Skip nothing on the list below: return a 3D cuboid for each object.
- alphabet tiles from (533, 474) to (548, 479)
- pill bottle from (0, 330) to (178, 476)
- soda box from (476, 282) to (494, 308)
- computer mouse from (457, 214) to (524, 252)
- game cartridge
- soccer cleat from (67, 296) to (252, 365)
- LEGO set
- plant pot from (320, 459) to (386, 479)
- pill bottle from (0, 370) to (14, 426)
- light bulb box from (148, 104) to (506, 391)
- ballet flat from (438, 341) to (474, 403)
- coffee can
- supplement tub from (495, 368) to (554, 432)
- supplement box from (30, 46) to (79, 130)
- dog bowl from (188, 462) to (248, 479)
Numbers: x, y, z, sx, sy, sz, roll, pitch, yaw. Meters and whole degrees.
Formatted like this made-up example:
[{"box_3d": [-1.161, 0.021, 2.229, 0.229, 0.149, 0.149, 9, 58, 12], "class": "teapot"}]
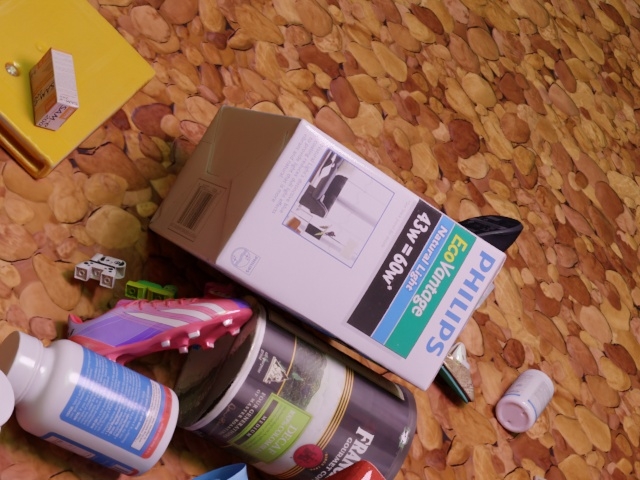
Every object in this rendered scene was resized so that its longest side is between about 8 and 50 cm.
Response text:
[{"box_3d": [0.402, 0.509, 2.221, 0.198, 0.009, 0.237, 27, 45, -27], "class": "alphabet tiles"}, {"box_3d": [-0.298, 0.197, 1.672, 0.221, 0.124, 0.124, 31, 43, -26], "class": "pill bottle"}, {"box_3d": [0.234, 0.087, 2.273, 0.069, 0.074, 0.216, 54, 15, 2], "class": "soda box"}, {"box_3d": [0.214, 0.001, 2.330, 0.262, 0.184, 0.060, -15, 112, -42], "class": "computer mouse"}, {"box_3d": [-0.421, -0.270, 1.982, 0.285, 0.053, 0.323, 46, 36, -8], "class": "game cartridge"}, {"box_3d": [-0.213, 0.106, 1.759, 0.083, 0.248, 0.095, 60, 13, -68], "class": "soccer cleat"}, {"box_3d": [-0.217, 0.081, 1.857, 0.227, 0.087, 0.093, 15, 26, 10], "class": "LEGO set"}, {"box_3d": [0.004, 0.474, 1.672, 0.267, 0.267, 0.236, 51, 51, -1], "class": "plant pot"}, {"box_3d": [-0.419, 0.207, 1.491, 0.112, 0.187, 0.112, 26, 46, -30], "class": "pill bottle"}, {"box_3d": [0.000, 0.000, 1.908, 0.361, 0.358, 0.225, 33, 86, -22], "class": "light bulb box"}, {"box_3d": [0.197, 0.177, 2.218, 0.067, 0.073, 0.206, -45, 99, -10], "class": "ballet flat"}, {"box_3d": [-0.036, 0.226, 1.850, 0.275, 0.201, 0.201, 32, 42, -22], "class": "coffee can"}, {"box_3d": [0.349, 0.273, 2.303, 0.071, 0.071, 0.107, 52, 38, 0], "class": "supplement tub"}, {"box_3d": [-0.373, -0.212, 1.890, 0.036, 0.062, 0.098, 14, 50, -39], "class": "supplement box"}, {"box_3d": [-0.193, 0.363, 1.627, 0.297, 0.166, 0.074, -24, 91, -51], "class": "dog bowl"}]
